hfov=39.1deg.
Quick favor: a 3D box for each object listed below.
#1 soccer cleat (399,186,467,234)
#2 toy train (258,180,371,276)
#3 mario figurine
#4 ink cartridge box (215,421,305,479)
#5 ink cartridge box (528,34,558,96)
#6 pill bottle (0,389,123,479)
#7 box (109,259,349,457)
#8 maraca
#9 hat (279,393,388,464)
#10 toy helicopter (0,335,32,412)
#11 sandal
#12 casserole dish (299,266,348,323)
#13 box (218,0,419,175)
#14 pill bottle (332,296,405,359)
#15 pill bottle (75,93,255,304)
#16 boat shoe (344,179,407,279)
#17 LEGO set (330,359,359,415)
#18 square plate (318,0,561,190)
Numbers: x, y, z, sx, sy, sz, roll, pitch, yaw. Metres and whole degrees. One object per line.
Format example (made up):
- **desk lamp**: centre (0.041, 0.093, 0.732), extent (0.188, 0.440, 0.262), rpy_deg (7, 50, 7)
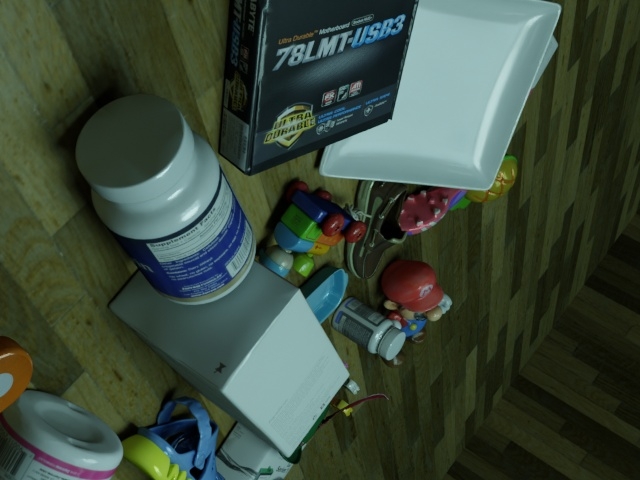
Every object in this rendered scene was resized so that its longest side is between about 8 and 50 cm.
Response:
- **soccer cleat**: centre (0.233, -0.071, 1.860), extent (0.248, 0.083, 0.095), rpy_deg (-43, 155, -35)
- **toy train**: centre (0.000, 0.000, 1.505), extent (0.143, 0.105, 0.248), rpy_deg (-52, 156, 11)
- **mario figurine**: centre (0.208, 0.173, 1.958), extent (0.320, 0.170, 0.198), rpy_deg (93, 2, -57)
- **ink cartridge box**: centre (-0.141, 0.447, 1.729), extent (0.219, 0.092, 0.160), rpy_deg (-56, 155, -4)
- **ink cartridge box**: centre (0.315, -0.341, 1.666), extent (0.207, 0.117, 0.283), rpy_deg (-61, 154, 6)
- **pill bottle**: centre (-0.381, 0.345, 1.119), extent (0.283, 0.160, 0.160), rpy_deg (-59, 154, 2)
- **box**: centre (-0.118, 0.152, 1.318), extent (0.168, 0.215, 0.345), rpy_deg (-52, 154, -14)
- **maraca**: centre (0.357, -0.128, 2.001), extent (0.185, 0.099, 0.127), rpy_deg (-35, 151, 11)
- **hat**: centre (0.009, 0.299, 1.674), extent (0.208, 0.183, 0.173), rpy_deg (-75, 144, -71)
- **toy helicopter**: centre (-0.453, 0.214, 0.885), extent (0.235, 0.140, 0.355), rpy_deg (-6, 126, -56)
- **sandal**: centre (-0.210, 0.356, 1.486), extent (0.138, 0.126, 0.317), rpy_deg (-54, 156, -18)
- **casserole dish**: centre (-0.020, 0.119, 1.660), extent (0.188, 0.037, 0.114), rpy_deg (-43, 150, -31)
- **box**: centre (0.005, -0.262, 1.216), extent (0.295, 0.073, 0.293), rpy_deg (-24, 141, -37)
- **pill bottle**: centre (0.098, 0.179, 1.815), extent (0.078, 0.137, 0.078), rpy_deg (-41, 149, -31)
- **pill bottle**: centre (-0.179, -0.044, 1.070), extent (0.153, 0.153, 0.265), rpy_deg (-50, 153, -17)
- **boat shoe**: centre (0.110, -0.014, 1.677), extent (0.095, 0.095, 0.257), rpy_deg (-39, 148, -35)
- **LEGO set**: centre (0.034, 0.311, 1.894), extent (0.087, 0.093, 0.227), rpy_deg (-53, 154, -12)
- **square plate**: centre (0.189, -0.251, 1.469), extent (0.347, 0.049, 0.344), rpy_deg (3, 119, -27)
